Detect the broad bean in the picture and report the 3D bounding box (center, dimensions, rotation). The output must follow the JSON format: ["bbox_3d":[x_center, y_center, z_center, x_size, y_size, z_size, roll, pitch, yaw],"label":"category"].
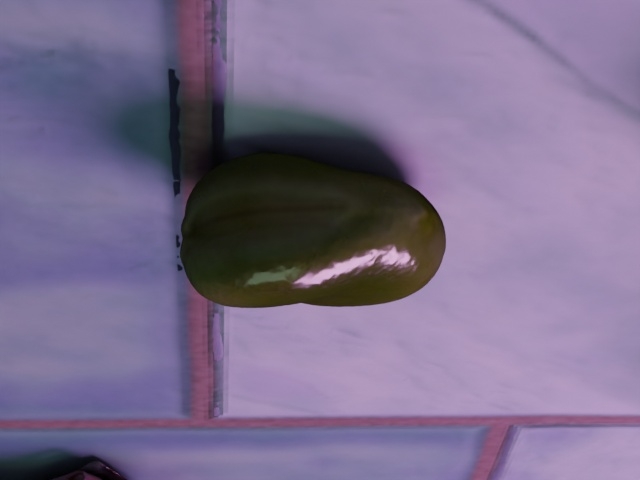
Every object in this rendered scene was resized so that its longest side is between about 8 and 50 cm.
[{"bbox_3d":[0.000,0.000,0.501,0.083,0.045,0.063,7,154,-34],"label":"broad bean"}]

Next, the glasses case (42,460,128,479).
[{"bbox_3d":[-0.146,0.132,0.741,0.193,0.070,0.102,2,125,-3],"label":"glasses case"}]
